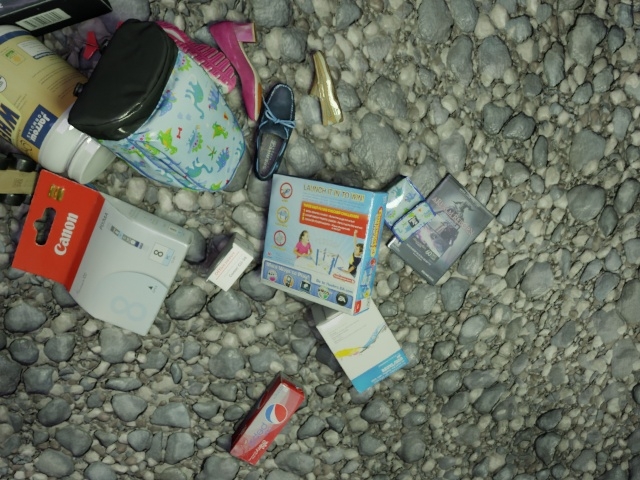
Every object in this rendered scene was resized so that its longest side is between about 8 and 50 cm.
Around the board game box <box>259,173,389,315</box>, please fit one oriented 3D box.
[{"bbox_3d":[0.000,0.000,1.193,0.308,0.086,0.302,16,102,32],"label":"board game box"}]

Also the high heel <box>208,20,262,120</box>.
[{"bbox_3d":[-0.215,-0.427,1.176,0.117,0.082,0.244,-2,107,4],"label":"high heel"}]

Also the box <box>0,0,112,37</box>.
[{"bbox_3d":[-0.684,-0.632,1.021,0.296,0.183,0.294,-21,102,-3],"label":"box"}]

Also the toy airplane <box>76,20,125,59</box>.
[{"bbox_3d":[-0.527,-0.470,1.150,0.151,0.028,0.151,-1,100,-7],"label":"toy airplane"}]

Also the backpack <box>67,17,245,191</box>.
[{"bbox_3d":[-0.333,-0.256,1.054,0.273,0.356,0.290,15,68,9],"label":"backpack"}]

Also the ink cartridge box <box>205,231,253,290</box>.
[{"bbox_3d":[-0.233,0.056,1.207,0.067,0.198,0.115,38,95,-12],"label":"ink cartridge box"}]

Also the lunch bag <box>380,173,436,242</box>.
[{"bbox_3d":[0.229,-0.086,1.287,0.128,0.096,0.151,-39,103,7],"label":"lunch bag"}]

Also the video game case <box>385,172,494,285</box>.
[{"bbox_3d":[0.350,-0.028,1.353,0.196,0.026,0.274,40,95,-13],"label":"video game case"}]

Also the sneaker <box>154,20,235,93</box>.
[{"bbox_3d":[-0.322,-0.428,1.142,0.252,0.103,0.111,34,130,5],"label":"sneaker"}]

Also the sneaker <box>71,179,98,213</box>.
[{"bbox_3d":[-0.568,-0.071,1.201,0.069,0.082,0.209,-43,105,1],"label":"sneaker"}]

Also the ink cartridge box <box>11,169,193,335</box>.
[{"bbox_3d":[-0.562,0.042,1.172,0.384,0.091,0.308,25,112,-17],"label":"ink cartridge box"}]

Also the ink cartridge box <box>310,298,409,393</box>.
[{"bbox_3d":[0.104,0.261,1.305,0.168,0.171,0.233,-31,104,0],"label":"ink cartridge box"}]

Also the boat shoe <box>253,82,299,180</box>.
[{"bbox_3d":[-0.112,-0.278,1.210,0.108,0.089,0.259,6,101,-8],"label":"boat shoe"}]

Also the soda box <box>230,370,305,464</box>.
[{"bbox_3d":[-0.158,0.525,1.372,0.092,0.083,0.263,34,95,-12],"label":"soda box"}]

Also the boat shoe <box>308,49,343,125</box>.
[{"bbox_3d":[0.002,-0.395,1.216,0.072,0.068,0.190,-16,103,8],"label":"boat shoe"}]

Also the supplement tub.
[{"bbox_3d":[-0.626,-0.302,1.070,0.316,0.228,0.228,38,95,-12],"label":"supplement tub"}]

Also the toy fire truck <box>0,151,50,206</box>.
[{"bbox_3d":[-0.801,-0.200,1.088,0.246,0.217,0.159,24,98,4],"label":"toy fire truck"}]
